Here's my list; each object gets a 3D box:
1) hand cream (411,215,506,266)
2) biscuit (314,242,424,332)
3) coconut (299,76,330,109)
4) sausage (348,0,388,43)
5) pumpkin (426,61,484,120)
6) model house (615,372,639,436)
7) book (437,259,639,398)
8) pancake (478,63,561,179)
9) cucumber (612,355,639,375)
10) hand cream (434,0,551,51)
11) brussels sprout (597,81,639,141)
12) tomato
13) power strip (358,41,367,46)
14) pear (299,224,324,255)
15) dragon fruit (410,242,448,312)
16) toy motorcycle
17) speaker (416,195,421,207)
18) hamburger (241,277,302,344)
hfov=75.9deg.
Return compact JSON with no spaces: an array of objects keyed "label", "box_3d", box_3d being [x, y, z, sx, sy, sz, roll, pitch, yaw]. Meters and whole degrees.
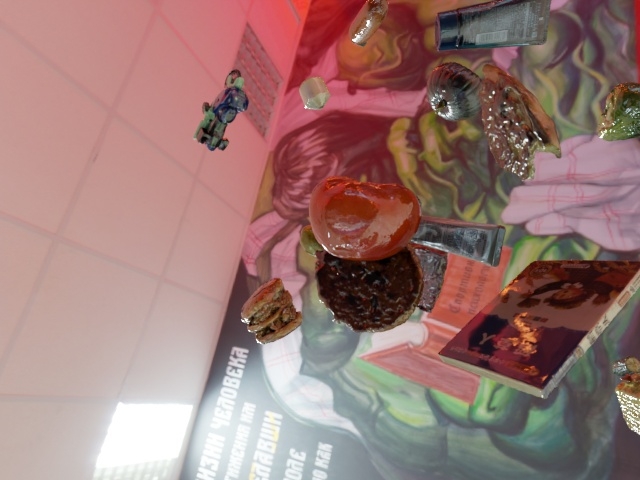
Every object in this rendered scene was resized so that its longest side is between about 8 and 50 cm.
[{"label":"hand cream","box_3d":[0.378,-0.019,1.252,0.077,0.340,0.125,-20,-61,-53]},{"label":"biscuit","box_3d":[0.123,0.080,1.104,0.081,0.289,0.334,20,-128,-65]},{"label":"coconut","box_3d":[-0.020,-0.597,1.688,0.116,0.116,0.122,-12,-100,-65]},{"label":"sausage","box_3d":[0.138,-0.634,1.185,0.197,0.076,0.076,-176,91,-77]},{"label":"pumpkin","box_3d":[0.529,-0.581,1.629,0.216,0.250,0.250,-46,-34,-8]},{"label":"model house","box_3d":[0.827,0.425,0.944,0.160,0.254,0.196,-43,-10,1]},{"label":"book","box_3d":[0.519,0.178,0.976,0.428,0.300,0.039,-36,-77,-21]},{"label":"pancake","box_3d":[0.428,-0.257,0.888,0.212,0.056,0.258,-124,12,-70]},{"label":"cucumber","box_3d":[0.962,0.400,1.292,0.187,0.058,0.058,37,-119,-58]},{"label":"hand cream","box_3d":[0.415,-0.519,0.987,0.061,0.270,0.120,-88,-9,-62]},{"label":"brussels sprout","box_3d":[0.896,-0.363,1.180,0.131,0.145,0.183,-62,-30,-26]},{"label":"tomato","box_3d":[0.096,-0.049,0.917,0.260,0.259,0.180,-22,-62,-64]},{"label":"power strip","box_3d":[0.145,-0.756,1.556,0.083,0.027,0.017,-10,-116,-46]},{"label":"pear","box_3d":[0.000,0.000,1.277,0.107,0.131,0.107,-160,90,-89]},{"label":"dragon fruit","box_3d":[0.317,0.063,1.532,0.228,0.329,0.286,-46,-35,-44]},{"label":"toy motorcycle","box_3d":[-0.388,-0.515,1.651,0.125,0.196,0.331,13,-57,-41]},{"label":"speaker","box_3d":[0.277,-0.119,1.289,0.060,0.094,0.075,-43,-58,-48]},{"label":"hamburger","box_3d":[-0.203,0.293,1.687,0.211,0.245,0.260,53,-150,-7]}]
